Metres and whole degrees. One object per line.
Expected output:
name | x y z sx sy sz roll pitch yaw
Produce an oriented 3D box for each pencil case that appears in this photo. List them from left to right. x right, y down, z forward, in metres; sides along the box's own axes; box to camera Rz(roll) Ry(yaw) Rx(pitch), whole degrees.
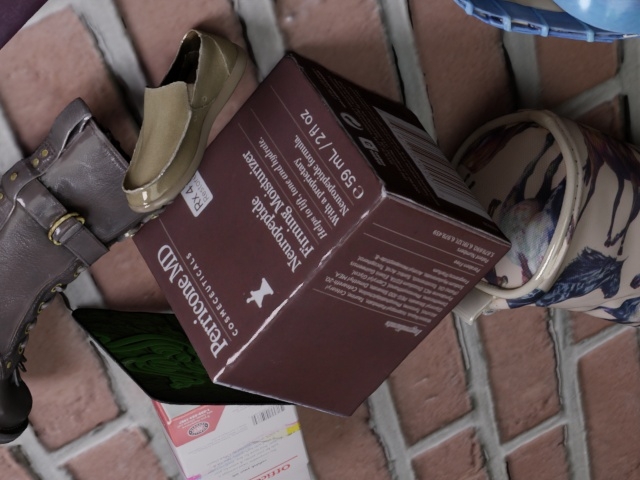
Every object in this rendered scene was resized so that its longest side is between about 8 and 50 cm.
pencil case | 0.274 0.008 1.531 0.410 0.160 0.183 15 115 -45

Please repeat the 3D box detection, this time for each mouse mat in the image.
mouse mat | -0.091 0.094 1.369 0.190 0.153 0.007 3 114 -40

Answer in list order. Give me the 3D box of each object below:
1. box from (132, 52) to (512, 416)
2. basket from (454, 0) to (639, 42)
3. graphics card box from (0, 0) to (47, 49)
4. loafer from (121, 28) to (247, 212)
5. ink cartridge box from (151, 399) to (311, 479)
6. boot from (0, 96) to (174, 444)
box | 0.000 0.000 1.312 0.203 0.168 0.167 -48 141 18
basket | 0.192 -0.217 1.109 0.255 0.289 0.201 0 132 -36
graphics card box | -0.146 -0.282 0.879 0.371 0.094 0.233 -43 142 11
loafer | -0.106 -0.088 1.201 0.050 0.056 0.148 40 63 -34
ink cartridge box | -0.080 0.173 1.535 0.115 0.067 0.198 -24 141 -11
boot | -0.204 0.029 1.268 0.229 0.091 0.263 -38 151 -7
